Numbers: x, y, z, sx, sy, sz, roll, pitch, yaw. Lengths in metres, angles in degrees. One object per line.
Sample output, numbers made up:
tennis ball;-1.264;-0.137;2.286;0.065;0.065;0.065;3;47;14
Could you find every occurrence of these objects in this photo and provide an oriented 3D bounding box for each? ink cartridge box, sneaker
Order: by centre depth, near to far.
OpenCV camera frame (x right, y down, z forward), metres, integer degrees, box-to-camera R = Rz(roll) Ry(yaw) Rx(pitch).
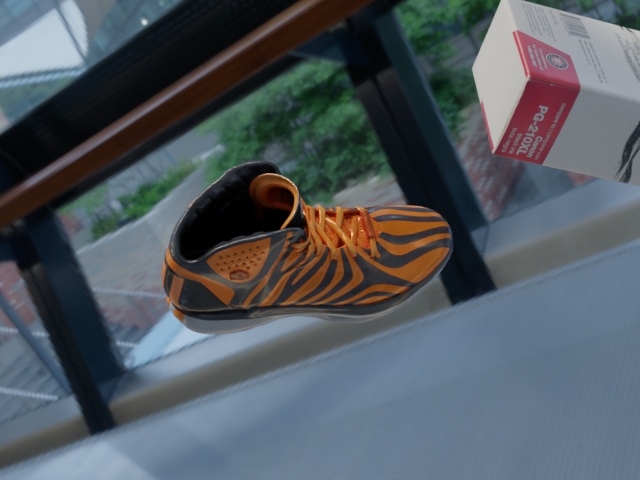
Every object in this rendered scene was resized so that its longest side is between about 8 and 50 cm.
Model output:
sneaker;0.000;0.000;0.969;0.321;0.125;0.180;-14;-30;-16
ink cartridge box;0.295;-0.150;1.000;0.172;0.237;0.100;-90;15;-49
